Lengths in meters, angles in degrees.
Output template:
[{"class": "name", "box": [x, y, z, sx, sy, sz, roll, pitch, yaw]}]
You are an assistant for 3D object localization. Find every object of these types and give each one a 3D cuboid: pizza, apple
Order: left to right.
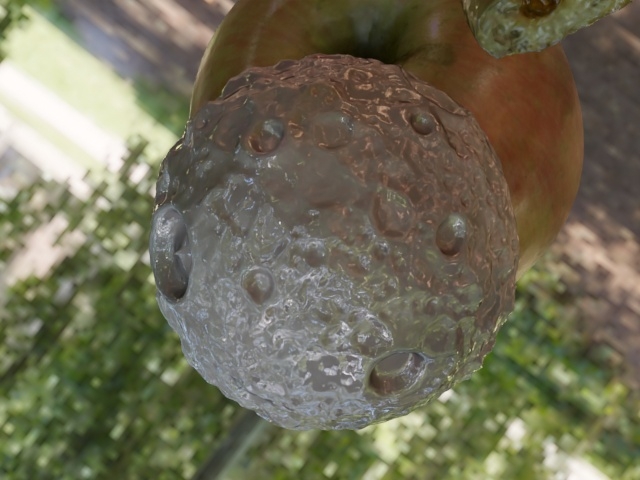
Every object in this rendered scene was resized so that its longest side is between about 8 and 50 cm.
[{"class": "apple", "box": [0.061, -0.093, 1.831, 0.391, 0.391, 0.346, 34, 161, 32]}, {"class": "pizza", "box": [0.210, -0.256, 1.398, 0.182, 0.365, 0.074, 4, 133, 43]}]

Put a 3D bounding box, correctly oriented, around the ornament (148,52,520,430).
[{"class": "ornament", "box": [0.000, 0.000, 1.279, 0.225, 0.259, 0.259, -6, -161, -29]}]
